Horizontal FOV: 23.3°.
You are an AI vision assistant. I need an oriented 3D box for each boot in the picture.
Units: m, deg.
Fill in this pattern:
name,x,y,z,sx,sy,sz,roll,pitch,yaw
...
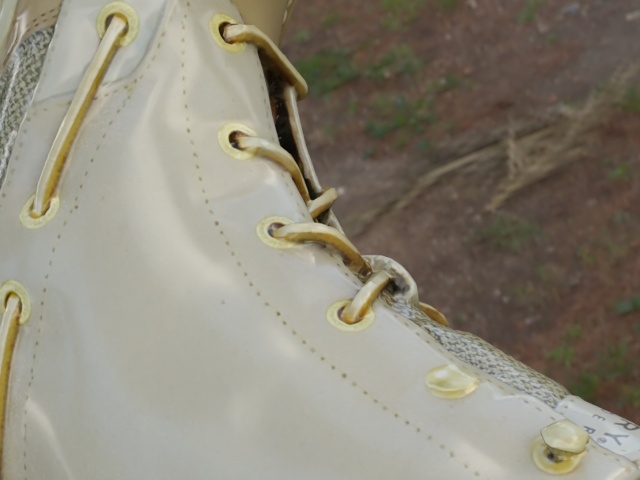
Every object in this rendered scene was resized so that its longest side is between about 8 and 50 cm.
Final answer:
name,x,y,z,sx,sy,sz,roll,pitch,yaw
boot,0.000,0.000,0.371,0.203,0.095,0.262,24,86,29
